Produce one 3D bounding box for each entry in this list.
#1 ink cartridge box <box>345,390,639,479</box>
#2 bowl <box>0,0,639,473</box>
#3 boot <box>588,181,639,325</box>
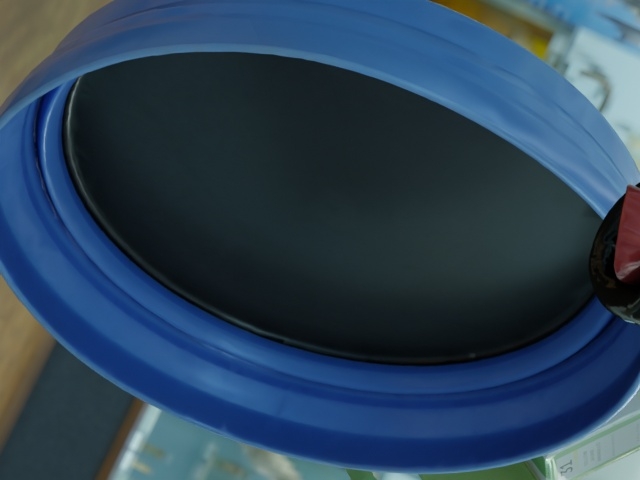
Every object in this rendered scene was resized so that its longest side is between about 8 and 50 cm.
[{"bbox_3d":[0.127,0.116,1.289,0.235,0.171,0.056,-23,138,-12],"label":"ink cartridge box"},{"bbox_3d":[0.000,0.000,0.995,0.391,0.391,0.077,110,-3,-54],"label":"bowl"},{"bbox_3d":[0.216,0.011,0.667,0.244,0.176,0.088,-15,-119,62],"label":"boot"}]
